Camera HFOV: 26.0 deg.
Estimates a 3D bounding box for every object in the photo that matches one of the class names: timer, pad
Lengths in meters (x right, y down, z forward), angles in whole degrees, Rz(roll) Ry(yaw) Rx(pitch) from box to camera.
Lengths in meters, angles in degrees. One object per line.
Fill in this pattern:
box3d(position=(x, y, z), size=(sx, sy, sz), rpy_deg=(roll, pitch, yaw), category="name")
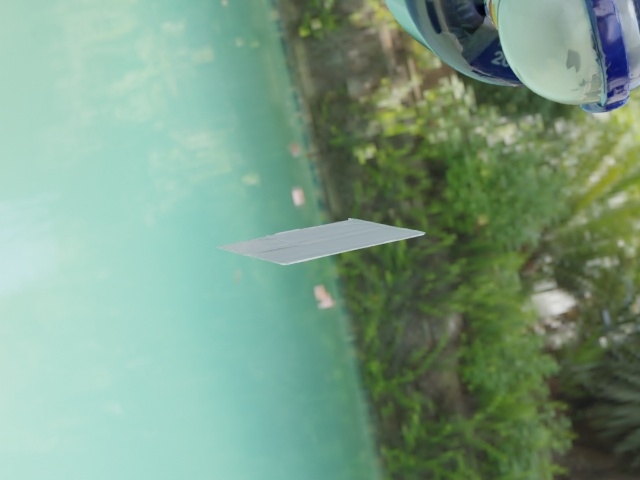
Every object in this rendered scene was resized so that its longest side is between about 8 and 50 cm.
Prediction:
box3d(position=(0.199, -0.223, 1.198), size=(0.383, 0.270, 0.270), rpy_deg=(-103, 179, -63), category="timer")
box3d(position=(0.000, 0.000, 1.751), size=(0.156, 0.232, 0.004), rpy_deg=(13, -70, 51), category="pad")
